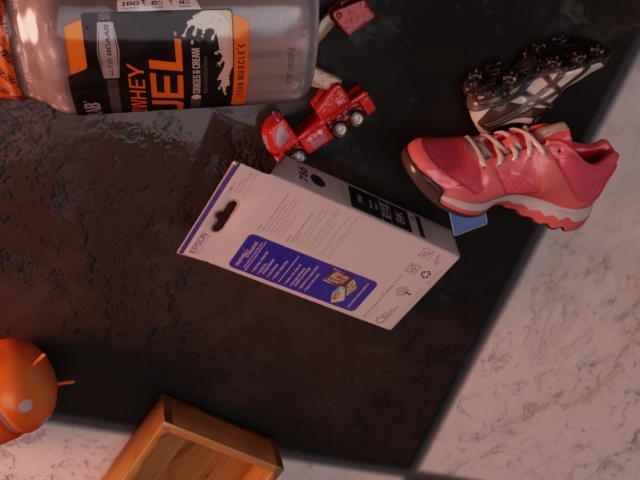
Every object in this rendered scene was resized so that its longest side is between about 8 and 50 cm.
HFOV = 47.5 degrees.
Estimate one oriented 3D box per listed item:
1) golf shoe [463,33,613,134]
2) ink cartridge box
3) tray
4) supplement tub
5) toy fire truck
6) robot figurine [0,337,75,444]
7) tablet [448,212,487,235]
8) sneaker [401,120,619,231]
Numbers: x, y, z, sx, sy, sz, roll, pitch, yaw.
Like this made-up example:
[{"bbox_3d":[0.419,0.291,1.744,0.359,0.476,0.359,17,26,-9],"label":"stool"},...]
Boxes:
[{"bbox_3d":[0.282,-0.201,0.949,0.198,0.077,0.094,-19,133,-1],"label":"golf shoe"},{"bbox_3d":[0.000,0.000,0.941,0.332,0.065,0.165,22,126,-25],"label":"ink cartridge box"},{"bbox_3d":[-0.257,0.437,1.099,0.202,0.076,0.411,30,105,-25],"label":"tray"},{"bbox_3d":[-0.171,-0.228,0.738,0.315,0.194,0.194,-6,116,-12],"label":"supplement tub"},{"bbox_3d":[-0.003,-0.190,0.883,0.192,0.047,0.135,-33,118,3],"label":"toy fire truck"},{"bbox_3d":[-0.429,0.199,0.907,0.219,0.128,0.158,-21,101,-5],"label":"robot figurine"},{"bbox_3d":[0.206,-0.050,1.029,0.054,0.006,0.083,-20,119,-5],"label":"tablet"},{"bbox_3d":[0.249,-0.108,0.938,0.313,0.116,0.136,7,134,-26],"label":"sneaker"}]
